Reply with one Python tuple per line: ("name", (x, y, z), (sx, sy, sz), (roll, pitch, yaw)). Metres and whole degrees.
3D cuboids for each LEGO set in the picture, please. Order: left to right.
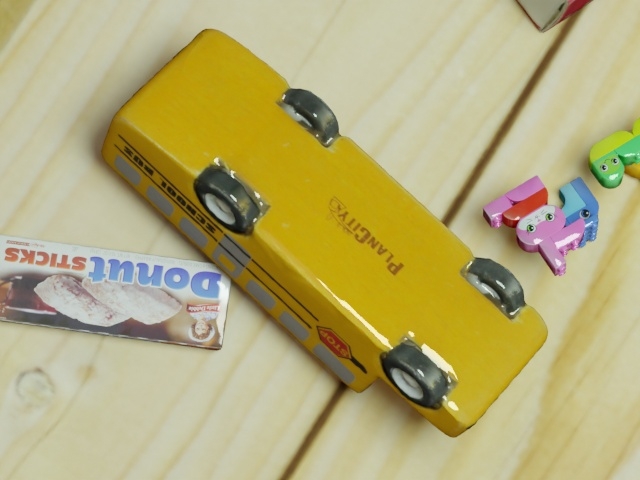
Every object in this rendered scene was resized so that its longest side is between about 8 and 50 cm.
("LEGO set", (0.242, -0.031, 1.342), (0.227, 0.087, 0.093), (-31, 71, -5))

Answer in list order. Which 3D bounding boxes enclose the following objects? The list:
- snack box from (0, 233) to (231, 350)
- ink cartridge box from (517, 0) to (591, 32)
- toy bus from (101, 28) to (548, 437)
("snack box", (-0.158, 0.039, 1.352), (0.178, 0.022, 0.064), (8, 82, -2))
("ink cartridge box", (0.232, -0.337, 1.355), (0.306, 0.131, 0.226), (-34, 86, -7))
("toy bus", (0.000, 0.000, 1.301), (0.332, 0.130, 0.108), (43, 66, 2))
